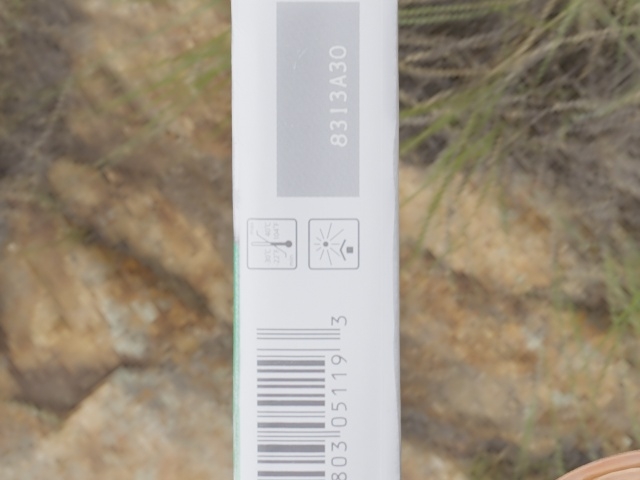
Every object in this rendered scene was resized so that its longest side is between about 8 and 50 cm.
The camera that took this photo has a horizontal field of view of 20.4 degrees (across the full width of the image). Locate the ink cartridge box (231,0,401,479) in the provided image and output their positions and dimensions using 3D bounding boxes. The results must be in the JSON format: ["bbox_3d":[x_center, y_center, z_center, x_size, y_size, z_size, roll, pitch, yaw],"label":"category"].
[{"bbox_3d":[0.000,0.000,0.613,0.056,0.225,0.181,-1,94,-1],"label":"ink cartridge box"}]

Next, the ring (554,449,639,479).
[{"bbox_3d":[0.145,0.265,0.846,0.032,0.337,0.336,24,149,-32],"label":"ring"}]
